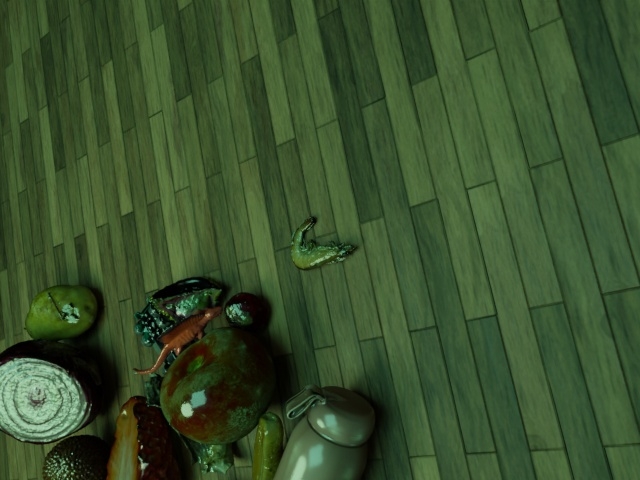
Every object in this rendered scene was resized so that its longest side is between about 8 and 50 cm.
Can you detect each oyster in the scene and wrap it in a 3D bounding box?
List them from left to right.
[{"bbox_3d":[-0.334,0.438,1.430,0.100,0.271,0.275,-46,31,2],"label":"oyster"}]

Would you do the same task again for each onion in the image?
[{"bbox_3d":[-0.802,0.437,1.698,0.336,0.260,0.282,11,93,-5],"label":"onion"},{"bbox_3d":[-0.181,0.174,1.387,0.107,0.097,0.107,6,122,9],"label":"onion"}]

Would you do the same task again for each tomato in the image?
[{"bbox_3d":[-0.222,0.342,1.311,0.270,0.223,0.270,-34,27,20],"label":"tomato"}]

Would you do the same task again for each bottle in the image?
[{"bbox_3d":[-0.007,0.452,1.187,0.173,0.206,0.297,-119,48,-73],"label":"bottle"}]

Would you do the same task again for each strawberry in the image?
[{"bbox_3d":[-0.463,0.589,1.536,0.265,0.149,0.337,-26,61,49],"label":"strawberry"}]

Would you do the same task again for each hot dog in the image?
[{"bbox_3d":[-0.117,0.498,1.292,0.088,0.061,0.286,-119,30,-46],"label":"hot dog"}]

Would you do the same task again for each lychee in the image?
[{"bbox_3d":[-0.684,0.636,1.608,0.194,0.194,0.195,-2,87,34],"label":"lychee"}]

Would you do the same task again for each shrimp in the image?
[{"bbox_3d":[0.001,0.000,1.304,0.178,0.034,0.125,-19,71,37],"label":"shrimp"}]

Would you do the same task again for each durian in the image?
[{"bbox_3d":[-0.343,0.165,1.486,0.119,0.186,0.108,-126,25,-68],"label":"durian"}]

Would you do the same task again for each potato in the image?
[{"bbox_3d":[-0.822,0.230,1.792,0.300,0.140,0.173,-18,85,32],"label":"potato"}]

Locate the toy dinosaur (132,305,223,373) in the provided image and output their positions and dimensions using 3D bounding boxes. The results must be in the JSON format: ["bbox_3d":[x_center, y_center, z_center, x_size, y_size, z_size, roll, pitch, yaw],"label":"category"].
[{"bbox_3d":[-0.357,0.239,1.361,0.286,0.139,0.070,-35,76,1],"label":"toy dinosaur"}]

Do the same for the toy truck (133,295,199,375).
[{"bbox_3d":[-0.391,0.250,1.515,0.110,0.116,0.216,-48,71,25],"label":"toy truck"}]
